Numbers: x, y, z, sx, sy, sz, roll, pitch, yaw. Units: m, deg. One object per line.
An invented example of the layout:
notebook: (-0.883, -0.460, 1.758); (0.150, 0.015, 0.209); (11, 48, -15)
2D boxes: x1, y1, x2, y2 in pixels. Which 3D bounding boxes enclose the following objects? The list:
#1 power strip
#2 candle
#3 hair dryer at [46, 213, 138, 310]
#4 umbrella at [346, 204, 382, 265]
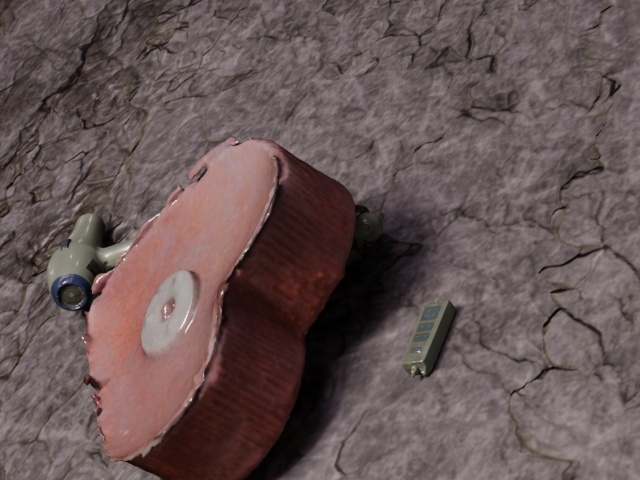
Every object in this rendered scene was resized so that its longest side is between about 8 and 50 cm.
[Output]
power strip: (0.091, 0.083, 1.551); (0.027, 0.017, 0.083); (-12, 39, 38)
candle: (-0.103, 0.078, 1.645); (0.287, 0.131, 0.317); (-11, 52, 51)
hair dryer: (-0.201, -0.007, 1.939); (0.199, 0.067, 0.167); (-27, 26, -2)
umbrella: (0.000, 0.000, 1.708); (0.143, 0.062, 0.067); (-16, 15, 41)
